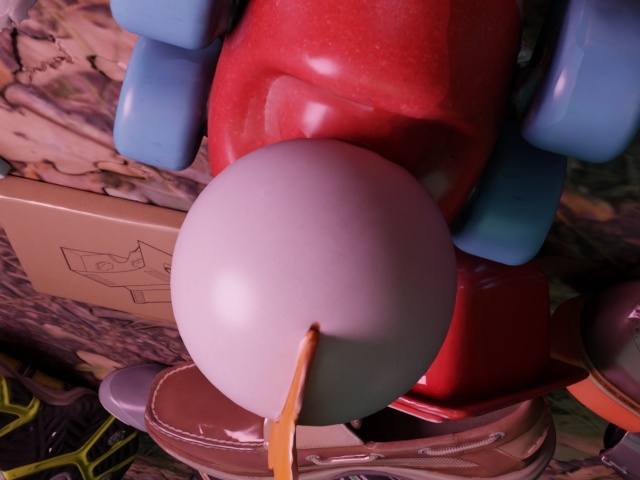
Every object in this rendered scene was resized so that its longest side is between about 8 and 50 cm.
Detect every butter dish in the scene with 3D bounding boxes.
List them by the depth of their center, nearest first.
[{"bbox_3d":[0.062,0.027,0.623,0.159,0.118,0.160,13,-168,39],"label":"butter dish"}]

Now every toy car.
[{"bbox_3d":[0.000,0.000,0.457,0.219,0.238,0.210,16,153,-3],"label":"toy car"}]

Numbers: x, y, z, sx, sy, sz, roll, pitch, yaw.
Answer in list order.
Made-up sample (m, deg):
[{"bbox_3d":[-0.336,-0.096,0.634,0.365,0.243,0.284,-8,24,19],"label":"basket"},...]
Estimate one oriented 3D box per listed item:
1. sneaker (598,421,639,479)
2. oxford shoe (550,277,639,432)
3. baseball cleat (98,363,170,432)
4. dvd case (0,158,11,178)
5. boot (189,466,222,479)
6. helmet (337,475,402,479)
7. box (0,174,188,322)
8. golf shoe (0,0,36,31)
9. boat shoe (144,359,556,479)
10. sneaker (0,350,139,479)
[{"bbox_3d":[0.280,0.185,0.876,0.118,0.083,0.222,29,163,12],"label":"sneaker"},{"bbox_3d":[0.277,0.104,0.685,0.271,0.097,0.098,26,145,-21],"label":"oxford shoe"},{"bbox_3d":[-0.095,0.140,0.979,0.205,0.072,0.109,14,140,-10],"label":"baseball cleat"},{"bbox_3d":[-0.280,-0.062,0.725,0.119,0.013,0.087,-4,148,34],"label":"dvd case"},{"bbox_3d":[-0.051,0.264,1.097,0.198,0.077,0.137,47,146,2],"label":"boot"},{"bbox_3d":[0.067,0.266,1.038,0.161,0.169,0.169,27,156,13],"label":"helmet"},{"bbox_3d":[-0.130,0.018,0.795,0.201,0.021,0.164,12,153,5],"label":"box"},{"bbox_3d":[-0.210,-0.145,0.476,0.176,0.069,0.086,15,147,-4],"label":"golf shoe"},{"bbox_3d":[0.017,0.121,0.829,0.324,0.123,0.116,-1,147,9],"label":"boat shoe"},{"bbox_3d":[-0.321,0.172,1.102,0.147,0.145,0.385,35,170,34],"label":"sneaker"}]
